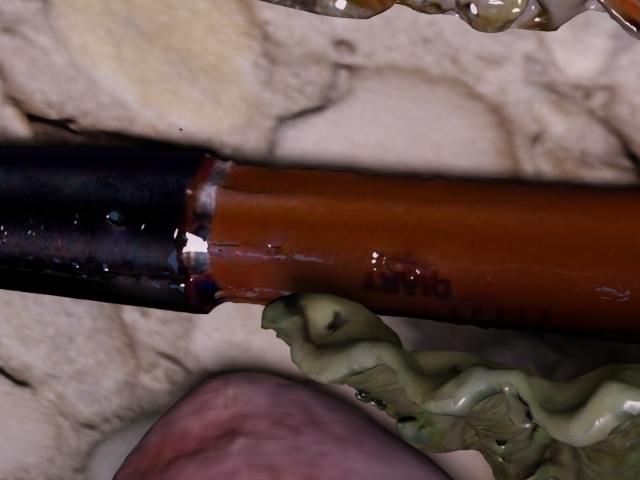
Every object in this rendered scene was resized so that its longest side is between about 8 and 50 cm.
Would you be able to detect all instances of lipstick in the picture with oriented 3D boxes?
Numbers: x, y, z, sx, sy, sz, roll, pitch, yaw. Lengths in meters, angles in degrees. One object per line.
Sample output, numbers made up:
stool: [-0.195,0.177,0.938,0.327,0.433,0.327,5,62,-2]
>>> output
lipstick: [0.000,0.000,0.879,0.418,0.077,0.077,4,135,18]

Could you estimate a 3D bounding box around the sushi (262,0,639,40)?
sushi: [0.010,-0.139,0.711,0.273,0.134,0.109,13,107,25]

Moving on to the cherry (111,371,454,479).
cherry: [0.020,0.247,0.966,0.291,0.335,0.326,-41,137,16]

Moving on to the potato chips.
potato chips: [0.185,0.102,0.813,0.373,0.097,0.389,-6,152,35]
